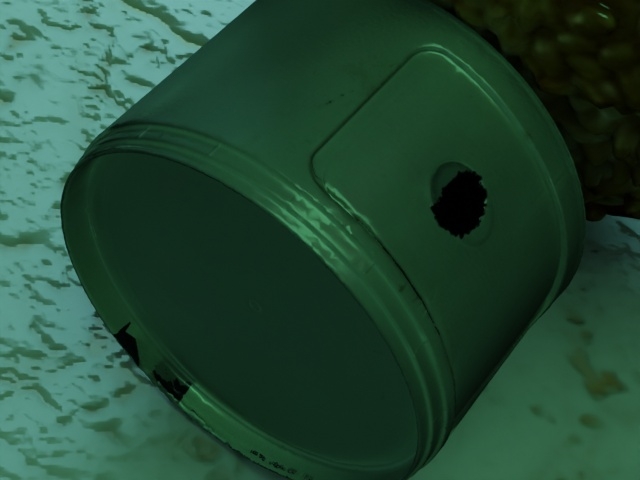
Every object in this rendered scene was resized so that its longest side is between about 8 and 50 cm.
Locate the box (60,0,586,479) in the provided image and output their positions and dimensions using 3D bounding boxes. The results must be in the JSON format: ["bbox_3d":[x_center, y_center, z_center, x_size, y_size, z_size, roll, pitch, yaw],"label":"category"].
[{"bbox_3d":[0.000,0.000,0.706,0.226,0.226,0.149,38,58,8],"label":"box"}]

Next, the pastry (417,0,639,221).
[{"bbox_3d":[0.148,-0.159,0.753,0.409,0.409,0.245,34,72,5],"label":"pastry"}]
